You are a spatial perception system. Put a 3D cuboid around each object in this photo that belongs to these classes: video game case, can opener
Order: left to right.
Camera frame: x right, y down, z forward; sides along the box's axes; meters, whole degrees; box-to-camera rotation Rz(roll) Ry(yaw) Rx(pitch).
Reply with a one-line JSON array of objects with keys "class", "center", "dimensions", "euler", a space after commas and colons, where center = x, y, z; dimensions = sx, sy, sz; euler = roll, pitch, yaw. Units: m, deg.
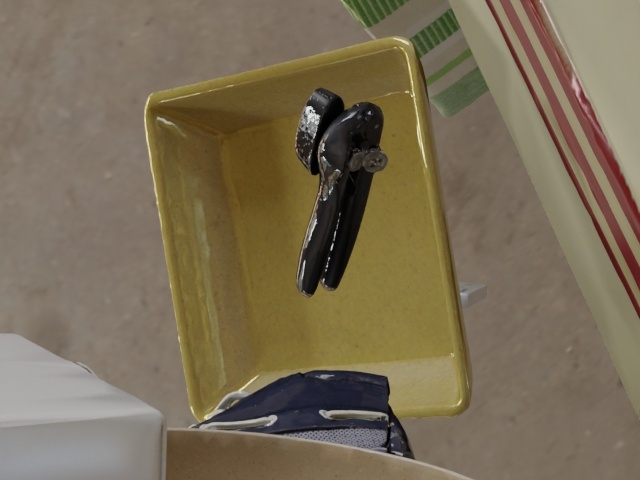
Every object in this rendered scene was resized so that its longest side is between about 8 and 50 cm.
[{"class": "can opener", "center": [0.015, -0.034, 1.357], "dimensions": [0.073, 0.059, 0.186], "euler": [47, 140, 45]}, {"class": "video game case", "center": [0.096, 0.053, 1.779], "dimensions": [0.143, 0.157, 0.019], "euler": [5, 93, 13]}]

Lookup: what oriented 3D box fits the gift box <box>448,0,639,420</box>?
[{"class": "gift box", "center": [0.139, -0.102, 0.471], "dimensions": [0.255, 0.276, 0.258], "euler": [-21, 77, -7]}]

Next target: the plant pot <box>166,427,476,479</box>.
[{"class": "plant pot", "center": [-0.035, 0.239, 1.065], "dimensions": [0.284, 0.284, 0.191], "euler": [10, 94, 31]}]

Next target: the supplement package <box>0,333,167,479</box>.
[{"class": "supplement package", "center": [-0.209, 0.125, 0.486], "dimensions": [0.177, 0.293, 0.175], "euler": [-170, 81, -67]}]

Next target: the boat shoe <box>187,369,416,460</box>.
[{"class": "boat shoe", "center": [-0.085, 0.192, 1.350], "dimensions": [0.341, 0.158, 0.127], "euler": [-4, 119, 3]}]

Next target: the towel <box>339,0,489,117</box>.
[{"class": "towel", "center": [0.154, -0.275, 1.697], "dimensions": [0.248, 0.325, 0.038], "euler": [-36, 53, 11]}]

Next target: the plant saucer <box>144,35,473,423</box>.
[{"class": "plant saucer", "center": [0.000, 0.000, 1.559], "dimensions": [0.333, 0.081, 0.332], "euler": [-8, 91, 40]}]
